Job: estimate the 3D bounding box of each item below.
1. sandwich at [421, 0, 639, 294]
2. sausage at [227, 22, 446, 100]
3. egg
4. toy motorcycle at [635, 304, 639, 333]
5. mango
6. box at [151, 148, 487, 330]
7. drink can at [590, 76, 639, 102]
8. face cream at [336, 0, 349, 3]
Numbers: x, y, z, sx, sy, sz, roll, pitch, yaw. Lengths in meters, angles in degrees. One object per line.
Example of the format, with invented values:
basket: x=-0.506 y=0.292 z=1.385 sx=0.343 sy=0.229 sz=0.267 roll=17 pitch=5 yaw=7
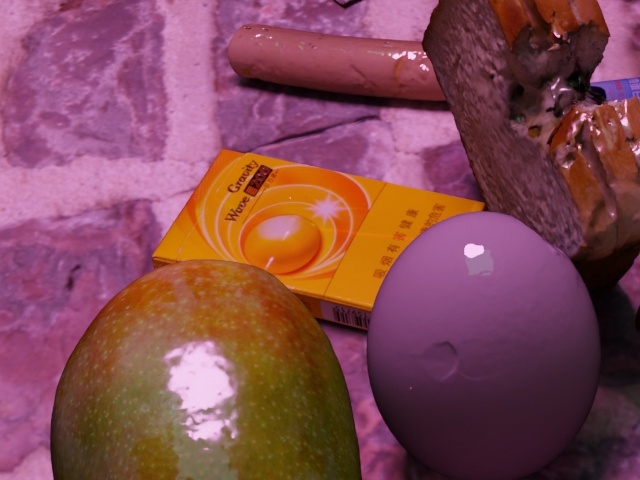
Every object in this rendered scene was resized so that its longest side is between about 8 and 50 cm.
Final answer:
sandwich: x=0.178 y=-0.099 z=1.257 sx=0.095 sy=0.249 sz=0.273 roll=-20 pitch=79 yaw=-7
sausage: x=0.057 y=-0.174 z=1.566 sx=0.301 sy=0.066 sz=0.066 roll=6 pitch=47 yaw=19
egg: x=0.121 y=0.078 z=1.177 sx=0.176 sy=0.232 sz=0.176 roll=-4 pitch=40 yaw=4
toy motorcycle: x=0.308 y=0.029 z=1.302 sx=0.122 sy=0.082 sz=0.213 roll=0 pitch=36 yaw=-4
mango: x=-0.082 y=0.180 z=1.140 sx=0.225 sy=0.201 sz=0.382 roll=5 pitch=53 yaw=-16
box: x=0.000 y=0.000 z=1.412 sx=0.269 sy=0.043 sz=0.152 roll=13 pitch=49 yaw=21
drink can: x=0.271 y=-0.100 z=1.425 sx=0.235 sy=0.097 sz=0.097 roll=-5 pitch=44 yaw=4
face cream: x=0.064 y=-0.288 z=1.706 sx=0.115 sy=0.020 sz=0.038 roll=-30 pitch=47 yaw=-21
